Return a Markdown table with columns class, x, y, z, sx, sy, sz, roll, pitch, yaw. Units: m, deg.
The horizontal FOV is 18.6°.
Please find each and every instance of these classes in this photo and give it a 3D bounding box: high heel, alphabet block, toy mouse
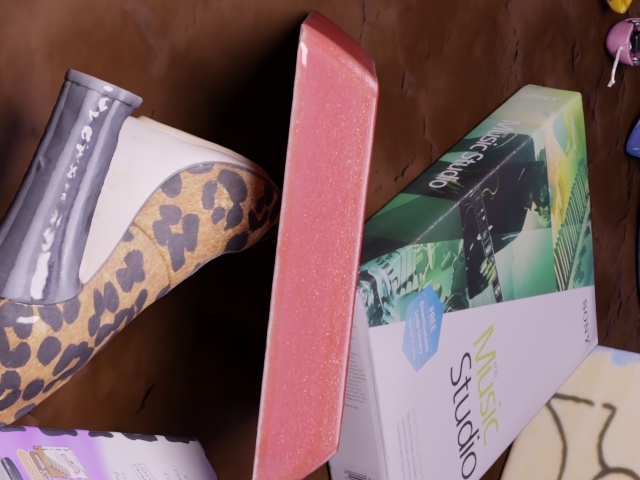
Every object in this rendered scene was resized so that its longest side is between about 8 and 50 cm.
| class | x | y | z | sx | sy | sz | roll | pitch | yaw |
| --- | --- | --- | --- | --- | --- | --- | --- | --- | --- |
| high heel | -0.109 | 0.025 | 1.063 | 0.186 | 0.093 | 0.261 | -68 | 157 | -3 |
| alphabet block | 0.268 | 0.216 | 1.622 | 0.193 | 0.192 | 0.197 | 42 | 65 | -52 |
| toy mouse | 0.265 | -0.202 | 1.632 | 0.143 | 0.031 | 0.161 | 11 | 91 | -58 |

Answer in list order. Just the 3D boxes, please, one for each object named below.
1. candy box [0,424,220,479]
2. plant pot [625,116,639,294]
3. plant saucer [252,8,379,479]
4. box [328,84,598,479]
| class | x | y | z | sx | sy | sz | roll | pitch | yaw |
| --- | --- | --- | --- | --- | --- | --- | --- | --- | --- |
| candy box | -0.102 | 0.184 | 1.039 | 0.070 | 0.165 | 0.196 | -43 | 154 | 18 |
| plant pot | 0.415 | -0.069 | 1.735 | 0.236 | 0.236 | 0.212 | -48 | 131 | -39 |
| plant saucer | 0.000 | 0.000 | 1.137 | 0.259 | 0.048 | 0.258 | -78 | 174 | -82 |
| box | 0.106 | 0.055 | 1.436 | 0.322 | 0.058 | 0.232 | -42 | 133 | -45 |
